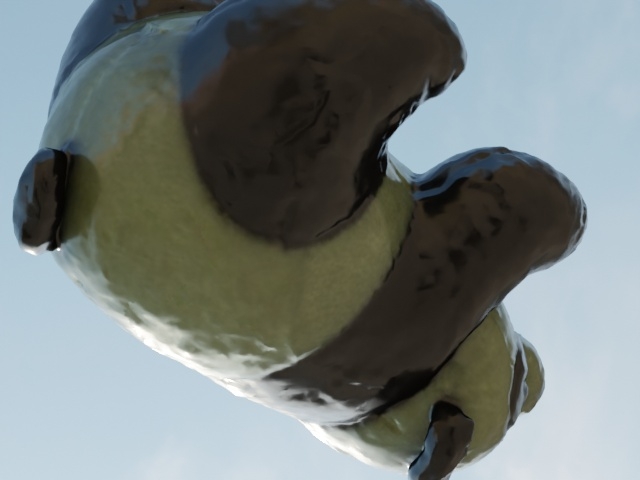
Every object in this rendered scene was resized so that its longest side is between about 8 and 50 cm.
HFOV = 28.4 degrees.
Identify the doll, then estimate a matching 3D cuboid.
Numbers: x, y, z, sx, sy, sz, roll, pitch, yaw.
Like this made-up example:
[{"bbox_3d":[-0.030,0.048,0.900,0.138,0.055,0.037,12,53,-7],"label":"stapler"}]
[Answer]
[{"bbox_3d":[-0.002,-0.001,0.461,0.234,0.143,0.135,41,-108,-38],"label":"doll"}]
